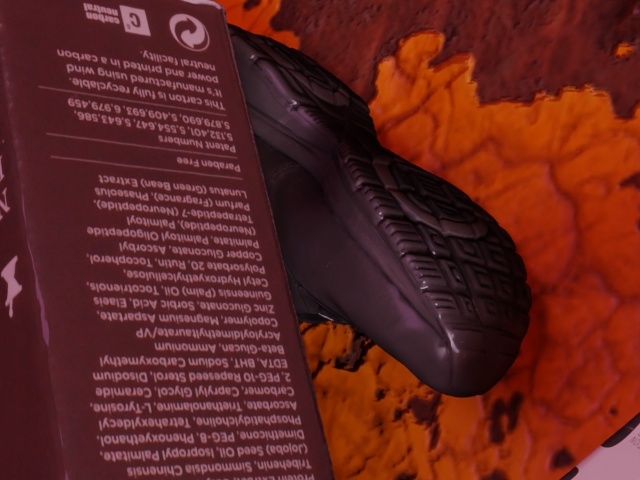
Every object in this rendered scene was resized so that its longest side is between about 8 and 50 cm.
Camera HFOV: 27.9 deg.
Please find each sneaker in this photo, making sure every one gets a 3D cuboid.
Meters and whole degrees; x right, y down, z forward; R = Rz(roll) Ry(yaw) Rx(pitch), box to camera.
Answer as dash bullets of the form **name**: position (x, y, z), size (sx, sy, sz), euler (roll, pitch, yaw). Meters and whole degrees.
- **sneaker**: position (0.000, 0.000, 0.662), size (0.130, 0.109, 0.286), euler (-57, 39, 15)

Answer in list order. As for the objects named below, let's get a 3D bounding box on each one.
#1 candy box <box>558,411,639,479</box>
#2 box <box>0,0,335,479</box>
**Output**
- **candy box**: position (0.190, 0.098, 0.413), size (0.196, 0.070, 0.165), euler (-36, 45, -16)
- **box**: position (-0.110, 0.083, 0.605), size (0.191, 0.143, 0.381), euler (-40, 57, 43)
